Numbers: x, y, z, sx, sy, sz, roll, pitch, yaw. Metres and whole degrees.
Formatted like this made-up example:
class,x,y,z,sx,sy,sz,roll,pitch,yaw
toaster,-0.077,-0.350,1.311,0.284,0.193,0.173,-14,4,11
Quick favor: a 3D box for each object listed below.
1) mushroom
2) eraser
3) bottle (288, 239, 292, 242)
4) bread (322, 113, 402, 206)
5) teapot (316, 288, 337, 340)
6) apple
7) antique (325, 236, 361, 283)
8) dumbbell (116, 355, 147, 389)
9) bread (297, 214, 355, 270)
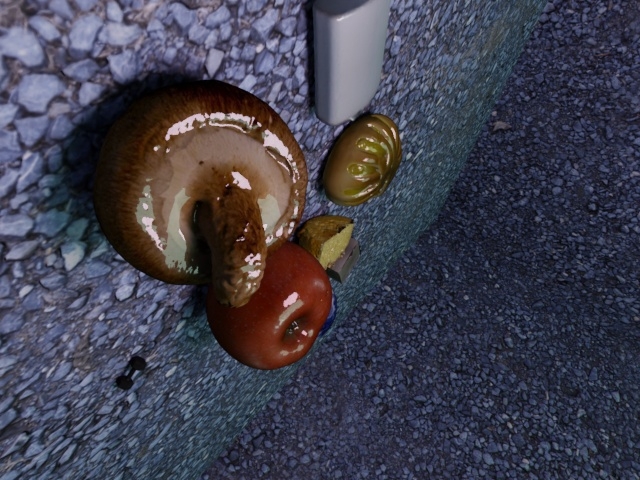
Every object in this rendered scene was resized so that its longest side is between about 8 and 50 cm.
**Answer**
class,x,y,z,sx,sy,sz,roll,pitch,yaw
mushroom,-0.180,-0.086,0.742,0.345,0.239,0.345,1,90,-66
eraser,0.065,-0.402,0.995,0.189,0.104,0.290,-42,159,-20
bottle,-0.106,0.007,1.357,0.030,0.083,0.030,-47,162,-21
bread,0.145,-0.234,1.421,0.333,0.160,0.333,-48,161,-22
teapot,-0.074,0.198,1.596,0.424,0.252,0.280,-60,140,-65
apple,-0.130,0.165,1.220,0.348,0.277,0.348,-26,132,-33
antique,0.056,0.053,1.739,0.152,0.148,0.146,-57,161,-16
dumbbell,-0.459,0.322,1.133,0.083,0.040,0.036,-55,-165,3
bread,-0.003,0.004,1.532,0.260,0.147,0.160,-38,148,-50
